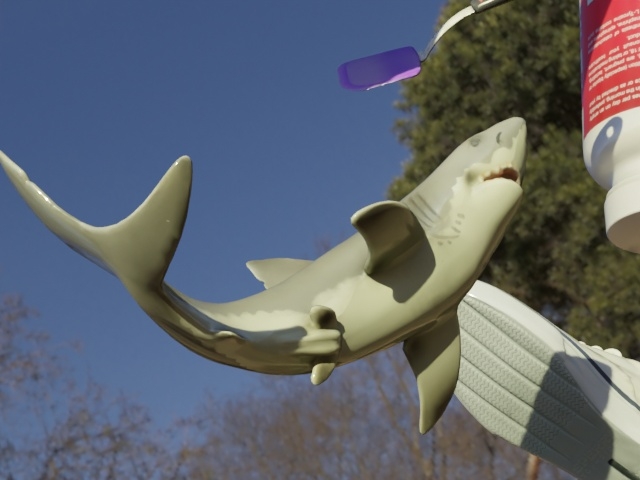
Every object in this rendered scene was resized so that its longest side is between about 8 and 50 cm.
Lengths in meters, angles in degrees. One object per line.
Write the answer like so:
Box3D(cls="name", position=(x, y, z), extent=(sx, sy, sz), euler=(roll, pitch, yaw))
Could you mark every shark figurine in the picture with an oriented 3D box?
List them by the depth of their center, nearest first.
Box3D(cls="shark figurine", position=(-0.020, 0.019, 0.559), extent=(0.278, 0.116, 0.166), euler=(-8, -68, -39))

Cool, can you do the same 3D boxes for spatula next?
Box3D(cls="spatula", position=(0.155, -0.242, 1.245), extent=(0.296, 0.084, 0.030), euler=(-28, -59, 14))

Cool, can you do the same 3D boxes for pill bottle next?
Box3D(cls="pill bottle", position=(0.466, -0.197, 1.488), extent=(0.228, 0.408, 0.229), euler=(4, -23, 2))

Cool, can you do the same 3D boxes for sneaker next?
Box3D(cls="sneaker", position=(0.186, 0.112, 0.809), extent=(0.094, 0.258, 0.091), euler=(-49, 2, 34))
